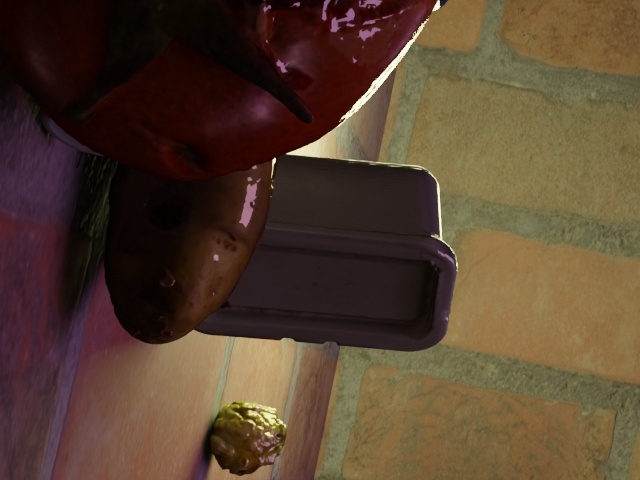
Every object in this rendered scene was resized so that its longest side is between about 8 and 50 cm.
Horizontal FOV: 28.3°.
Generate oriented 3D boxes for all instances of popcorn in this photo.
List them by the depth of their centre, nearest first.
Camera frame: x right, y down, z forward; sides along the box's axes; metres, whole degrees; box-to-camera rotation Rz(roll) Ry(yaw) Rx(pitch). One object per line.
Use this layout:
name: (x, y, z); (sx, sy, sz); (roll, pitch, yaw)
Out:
popcorn: (-0.101, 0.281, 1.788); (0.116, 0.106, 0.120); (-84, 178, -52)

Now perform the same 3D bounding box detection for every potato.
potato: (-0.110, -0.051, 1.116); (0.192, 0.141, 0.296); (-10, -118, 63)

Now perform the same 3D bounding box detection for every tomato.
tomato: (-0.071, -0.133, 0.870); (0.309, 0.309, 0.170); (-63, 163, -62)

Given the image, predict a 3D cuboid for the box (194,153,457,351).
box: (0.000, 0.000, 1.478); (0.182, 0.312, 0.175); (-82, 176, -48)

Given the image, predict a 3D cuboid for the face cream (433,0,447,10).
face cream: (0.084, -0.447, 1.712); (0.249, 0.225, 0.249); (9, 90, -81)

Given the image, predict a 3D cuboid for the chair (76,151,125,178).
chair: (-0.174, -0.096, 1.056); (0.037, 0.042, 0.086); (-40, 140, -83)

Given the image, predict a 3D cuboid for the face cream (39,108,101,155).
face cream: (-0.144, -0.198, 1.001); (0.082, 0.082, 0.269); (83, 20, -64)
